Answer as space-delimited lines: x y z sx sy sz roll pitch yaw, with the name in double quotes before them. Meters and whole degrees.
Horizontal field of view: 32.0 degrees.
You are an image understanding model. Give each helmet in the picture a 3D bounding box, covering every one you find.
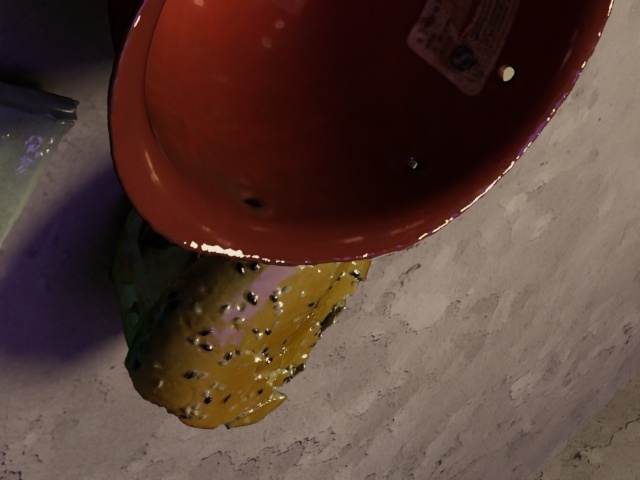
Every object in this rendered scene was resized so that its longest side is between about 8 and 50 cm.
"helmet" -0.007 -0.175 0.750 0.384 0.230 0.338 -18 138 -26

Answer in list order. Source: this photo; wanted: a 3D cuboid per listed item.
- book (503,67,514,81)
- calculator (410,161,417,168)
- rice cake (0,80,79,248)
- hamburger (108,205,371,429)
"book" 0.177 -0.202 1.146 0.322 0.018 0.228 -46 149 -2
"calculator" 0.000 0.000 1.136 0.165 0.028 0.274 -1 131 -46
"rice cake" -0.260 -0.017 0.802 0.085 0.040 0.226 11 116 -55
"hamburger" -0.077 0.024 0.948 0.192 0.167 0.288 6 122 -56
